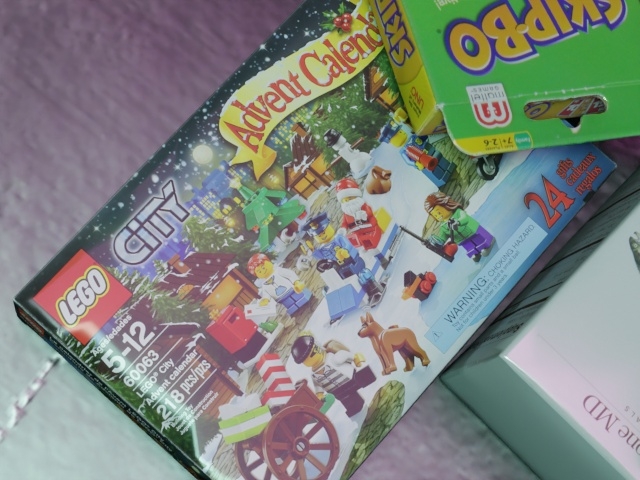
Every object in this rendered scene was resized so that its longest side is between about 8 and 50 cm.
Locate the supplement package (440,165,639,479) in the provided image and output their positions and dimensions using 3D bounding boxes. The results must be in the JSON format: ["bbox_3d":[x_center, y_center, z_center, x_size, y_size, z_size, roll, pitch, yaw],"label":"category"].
[{"bbox_3d":[0.158,0.030,0.663,0.105,0.105,0.179,44,75,1],"label":"supplement package"}]

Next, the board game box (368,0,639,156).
[{"bbox_3d":[0.071,-0.154,0.696,0.124,0.039,0.259,-8,66,-24],"label":"board game box"}]

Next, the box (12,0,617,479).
[{"bbox_3d":[0.000,0.000,0.677,0.159,0.044,0.233,42,74,2],"label":"box"}]
